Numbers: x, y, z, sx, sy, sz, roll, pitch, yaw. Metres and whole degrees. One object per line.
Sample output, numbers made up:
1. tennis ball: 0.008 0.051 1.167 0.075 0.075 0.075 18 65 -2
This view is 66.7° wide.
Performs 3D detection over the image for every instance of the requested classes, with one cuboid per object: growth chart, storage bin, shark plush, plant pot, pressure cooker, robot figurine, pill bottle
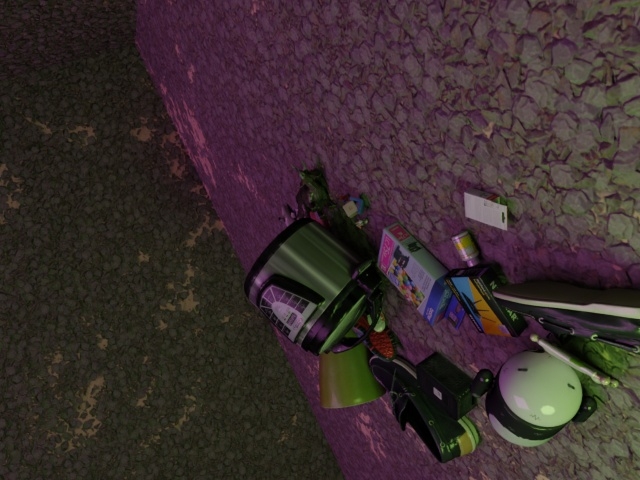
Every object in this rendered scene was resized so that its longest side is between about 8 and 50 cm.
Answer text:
1. growth chart: 0.493 0.235 0.956 0.172 0.021 0.237 35 -174 39
2. storage bin: 0.388 0.449 1.507 0.180 0.084 0.122 37 146 48
3. shark plush: -0.119 -0.079 2.094 0.161 0.073 0.067 51 -176 -26
4. plant pot: 0.104 0.497 1.990 0.275 0.274 0.294 150 109 -67
5. pressure cooker: 0.005 0.171 1.627 0.420 0.375 0.370 40 172 12
6. robot figurine: 0.473 0.356 1.099 0.278 0.209 0.174 82 165 -53
7. pill bottle: 0.351 0.020 1.167 0.083 0.043 0.043 63 157 -1

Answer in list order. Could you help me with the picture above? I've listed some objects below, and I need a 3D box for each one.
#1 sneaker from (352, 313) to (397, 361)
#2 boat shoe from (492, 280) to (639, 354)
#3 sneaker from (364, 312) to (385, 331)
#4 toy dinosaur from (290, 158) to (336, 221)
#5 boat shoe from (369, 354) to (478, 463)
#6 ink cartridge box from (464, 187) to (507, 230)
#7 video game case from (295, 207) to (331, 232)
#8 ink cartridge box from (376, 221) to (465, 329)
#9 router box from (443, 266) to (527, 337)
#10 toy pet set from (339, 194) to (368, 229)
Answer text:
1. sneaker: 0.204 0.358 1.820 0.262 0.104 0.125 47 170 42
2. boat shoe: 0.480 0.148 0.928 0.340 0.127 0.113 -1 103 55
3. sneaker: 0.188 0.265 1.786 0.158 0.061 0.065 62 174 21
4. toy dinosaur: -0.035 -0.150 1.750 0.313 0.121 0.160 107 142 -62
5. boat shoe: 0.317 0.570 1.704 0.500 0.156 0.187 38 149 48
6. ink cartridge box: 0.366 -0.069 1.058 0.115 0.029 0.063 30 140 51
7. video game case: 0.000 0.000 1.921 0.204 0.025 0.285 6 120 63
8. ink cartridge box: 0.285 0.111 1.391 0.311 0.065 0.186 47 153 30
9. router box: 0.395 0.147 1.173 0.179 0.046 0.133 55 158 -9
10. toy pet set: 0.114 -0.109 1.544 0.122 0.065 0.114 60 -168 14
